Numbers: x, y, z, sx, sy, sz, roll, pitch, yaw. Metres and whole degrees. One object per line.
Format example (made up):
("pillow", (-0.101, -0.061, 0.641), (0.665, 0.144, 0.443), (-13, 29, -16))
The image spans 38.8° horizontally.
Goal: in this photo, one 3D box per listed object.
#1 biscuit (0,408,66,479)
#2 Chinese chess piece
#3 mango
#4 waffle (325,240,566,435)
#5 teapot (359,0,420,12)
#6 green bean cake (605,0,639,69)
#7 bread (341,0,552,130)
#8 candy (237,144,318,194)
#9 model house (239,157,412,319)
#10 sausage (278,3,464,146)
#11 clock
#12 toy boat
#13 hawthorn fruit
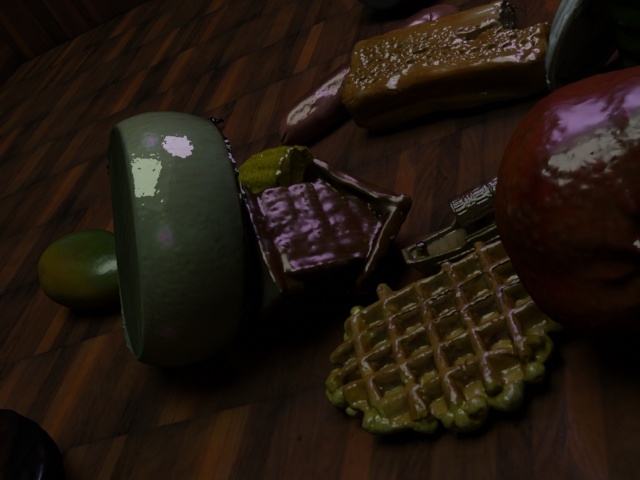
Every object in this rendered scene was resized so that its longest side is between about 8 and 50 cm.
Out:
("biscuit", (-0.505, 0.400, 1.184), (0.407, 0.091, 0.407), (-22, 31, 14))
("Chinese chess piece", (-0.201, -0.002, 1.248), (0.146, 0.350, 0.349), (-5, 23, -18))
("mango", (-0.385, 0.054, 1.576), (0.251, 0.114, 0.156), (11, 40, 36))
("waffle", (0.144, 0.103, 1.033), (0.300, 0.058, 0.282), (-14, 34, 31))
("teapot", (0.194, -0.660, 1.993), (0.344, 0.253, 0.300), (-43, -2, -31))
("green bean cake", (0.486, -0.339, 1.156), (0.247, 0.250, 0.156), (-41, 42, -17))
("bread", (0.216, -0.292, 1.493), (0.380, 0.109, 0.185), (-8, 51, 36))
("candy", (-0.083, -0.104, 1.533), (0.199, 0.094, 0.106), (4, 81, 57))
("model house", (-0.002, 0.000, 1.242), (0.229, 0.199, 0.220), (-11, 67, -13))
("sausage", (0.095, -0.314, 1.684), (0.433, 0.088, 0.088), (-36, 29, -5))
("clock", (0.376, -0.314, 1.270), (0.236, 0.236, 0.053), (-42, 61, -17))
("toy boat", (0.205, -0.030, 1.144), (0.226, 0.088, 0.068), (-27, 30, 8))
("hawthorn fruit", (0.314, -0.058, 0.903), (0.287, 0.287, 0.330), (-24, 24, 15))
